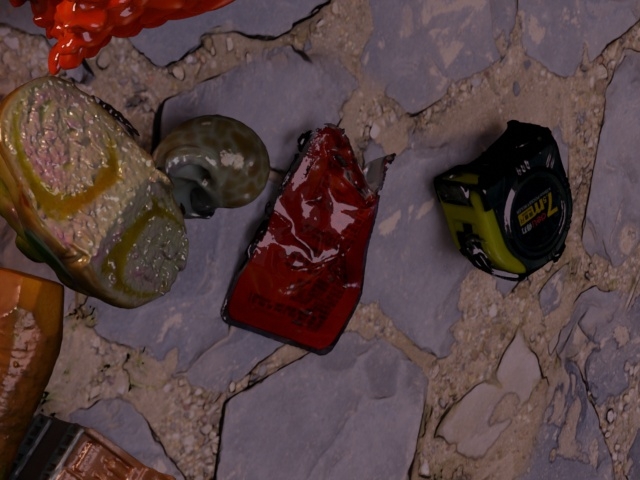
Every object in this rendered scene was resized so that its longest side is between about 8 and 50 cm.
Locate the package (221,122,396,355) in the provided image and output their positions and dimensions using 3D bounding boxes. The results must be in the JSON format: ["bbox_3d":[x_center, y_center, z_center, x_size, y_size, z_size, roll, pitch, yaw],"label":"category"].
[{"bbox_3d":[0.000,0.000,2.013,0.194,0.071,0.269,24,87,-33],"label":"package"}]

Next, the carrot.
[{"bbox_3d":[-0.341,0.175,1.665,0.114,0.114,0.302,21,87,-47],"label":"carrot"}]

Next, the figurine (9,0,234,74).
[{"bbox_3d":[-0.232,-0.335,1.493,0.411,0.241,0.306,36,69,-34],"label":"figurine"}]

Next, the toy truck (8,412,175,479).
[{"bbox_3d":[-0.299,0.339,1.741,0.162,0.136,0.305,45,65,-36],"label":"toy truck"}]

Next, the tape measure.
[{"bbox_3d":[0.247,-0.042,2.233,0.199,0.112,0.186,-34,117,-29],"label":"tape measure"}]

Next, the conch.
[{"bbox_3d":[-0.120,-0.085,1.839,0.173,0.106,0.116,-14,132,-25],"label":"conch"}]

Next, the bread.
[{"bbox_3d":[-0.247,-0.029,1.669,0.261,0.156,0.158,46,57,-14],"label":"bread"}]
